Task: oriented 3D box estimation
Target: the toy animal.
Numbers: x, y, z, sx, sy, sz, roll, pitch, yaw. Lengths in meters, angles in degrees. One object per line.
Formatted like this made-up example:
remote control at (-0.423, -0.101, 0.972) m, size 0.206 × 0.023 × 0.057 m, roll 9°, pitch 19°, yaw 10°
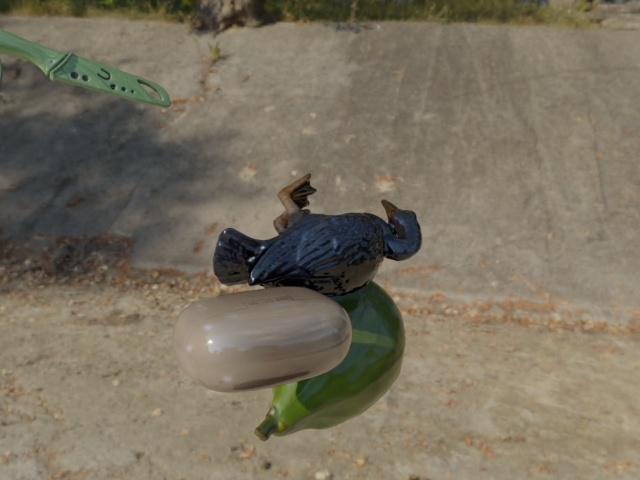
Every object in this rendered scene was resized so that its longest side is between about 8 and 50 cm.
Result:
toy animal at (0.000, 0.000, 0.876) m, size 0.298 × 0.122 × 0.185 m, roll -21°, pitch 52°, yaw -38°

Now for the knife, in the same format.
knife at (-0.220, -0.145, 0.516) m, size 0.207 × 0.030 × 0.014 m, roll 13°, pitch -25°, yaw -31°

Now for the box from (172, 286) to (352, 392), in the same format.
box at (-0.063, 0.106, 0.714) m, size 0.200 × 0.088 × 0.146 m, roll -7°, pitch 17°, yaw -31°

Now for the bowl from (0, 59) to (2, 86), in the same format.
bowl at (-0.659, -0.272, 1.036) m, size 0.238 × 0.237 × 0.126 m, roll 6°, pitch -20°, yaw 16°

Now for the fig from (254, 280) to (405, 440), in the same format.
fig at (-0.010, 0.189, 0.997) m, size 0.314 × 0.233 × 0.233 m, roll -42°, pitch 35°, yaw -25°
